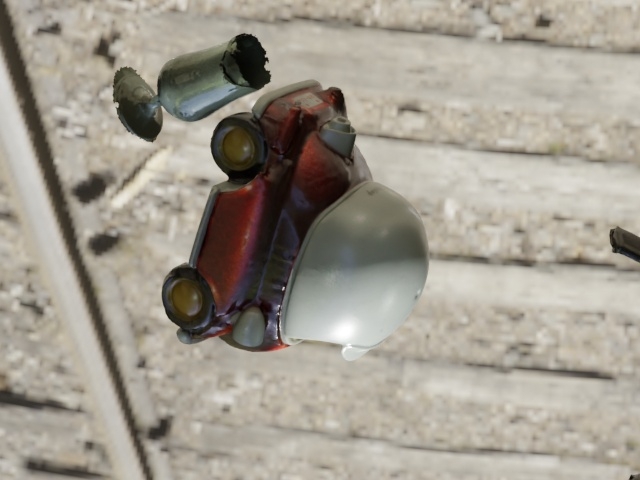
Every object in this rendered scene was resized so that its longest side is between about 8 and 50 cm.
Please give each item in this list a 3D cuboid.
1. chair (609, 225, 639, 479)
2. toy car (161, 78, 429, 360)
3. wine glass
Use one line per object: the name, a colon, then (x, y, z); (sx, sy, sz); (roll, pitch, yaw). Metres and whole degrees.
chair: (0.240, 0.031, 0.518); (0.247, 0.172, 0.158); (15, 133, -7)
toy car: (0.000, 0.000, 0.774); (0.112, 0.112, 0.139); (24, 115, 21)
wine glass: (-0.066, -0.082, 0.811); (0.083, 0.042, 0.039); (-19, 167, 35)
